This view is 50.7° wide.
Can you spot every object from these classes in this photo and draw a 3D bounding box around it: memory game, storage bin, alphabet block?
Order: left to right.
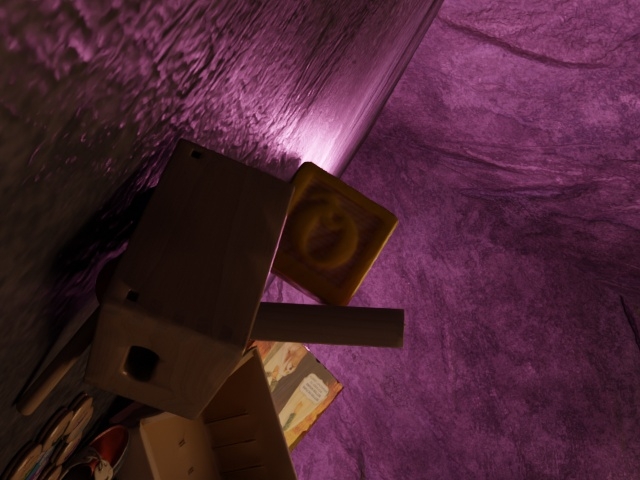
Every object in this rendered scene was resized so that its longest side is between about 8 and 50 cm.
[{"bbox_3d":[-0.241,0.206,0.539,0.186,0.012,0.186,-58,180,0],"label":"memory game"},{"bbox_3d":[-0.137,0.306,0.873,0.123,0.262,0.260,-15,-177,13],"label":"storage bin"},{"bbox_3d":[0.000,0.000,1.200,0.192,0.193,0.197,-59,180,-6],"label":"alphabet block"}]

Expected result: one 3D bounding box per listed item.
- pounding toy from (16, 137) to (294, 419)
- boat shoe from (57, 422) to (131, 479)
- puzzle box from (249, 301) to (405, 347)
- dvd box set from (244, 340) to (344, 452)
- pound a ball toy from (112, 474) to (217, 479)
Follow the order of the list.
[{"bbox_3d":[-0.097,0.035,0.390,0.141,0.100,0.130,126,-17,-51],"label":"pounding toy"},{"bbox_3d":[-0.242,0.240,0.690,0.137,0.049,0.043,-49,178,-41],"label":"boat shoe"},{"bbox_3d":[-0.021,0.129,1.035,0.409,0.272,0.052,71,21,-82],"label":"puzzle box"},{"bbox_3d":[-0.166,0.369,1.319,0.420,0.062,0.307,-48,133,-13],"label":"dvd box set"},{"bbox_3d":[-0.228,0.426,0.921,0.135,0.208,0.319,-16,-146,14],"label":"pound a ball toy"}]
